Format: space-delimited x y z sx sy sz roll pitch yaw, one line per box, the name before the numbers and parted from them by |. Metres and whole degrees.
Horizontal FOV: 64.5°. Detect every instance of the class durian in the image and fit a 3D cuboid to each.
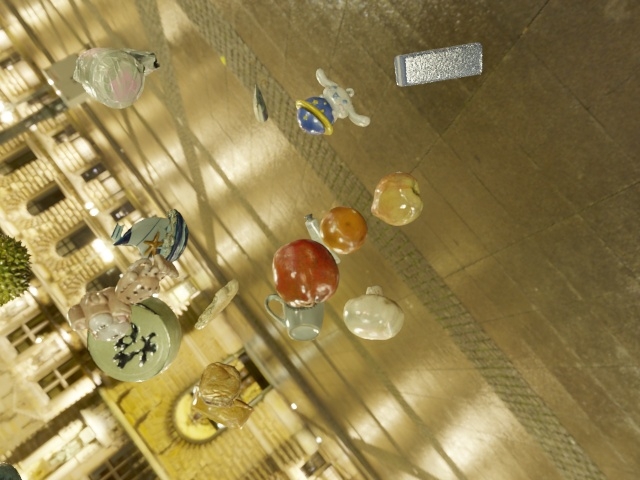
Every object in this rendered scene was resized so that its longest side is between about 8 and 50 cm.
durian | -0.683 0.072 1.042 0.146 0.159 0.198 59 136 20

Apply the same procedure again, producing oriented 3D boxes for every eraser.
eraser | 0.313 -0.466 1.347 0.036 0.225 0.082 -84 -15 -68

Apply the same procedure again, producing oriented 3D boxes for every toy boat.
toy boat | -0.558 -0.010 1.640 0.067 0.220 0.291 25 -173 32

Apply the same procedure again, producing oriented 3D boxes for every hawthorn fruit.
hawthorn fruit | -0.042 0.084 1.317 0.189 0.189 0.189 48 164 19

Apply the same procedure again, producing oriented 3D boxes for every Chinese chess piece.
Chinese chess piece | -0.722 0.377 1.973 0.349 0.349 0.146 55 -174 -6

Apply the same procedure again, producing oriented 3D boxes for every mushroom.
mushroom | 0.232 0.307 2.221 0.260 0.234 0.254 30 142 -25

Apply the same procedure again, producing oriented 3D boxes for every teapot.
teapot | -0.618 -0.515 1.503 0.178 0.221 0.163 29 170 30

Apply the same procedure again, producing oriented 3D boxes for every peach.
peach | 0.304 -0.162 2.080 0.232 0.232 0.232 48 164 19

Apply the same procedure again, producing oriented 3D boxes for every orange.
orange | 0.072 -0.031 1.616 0.156 0.156 0.124 51 157 7

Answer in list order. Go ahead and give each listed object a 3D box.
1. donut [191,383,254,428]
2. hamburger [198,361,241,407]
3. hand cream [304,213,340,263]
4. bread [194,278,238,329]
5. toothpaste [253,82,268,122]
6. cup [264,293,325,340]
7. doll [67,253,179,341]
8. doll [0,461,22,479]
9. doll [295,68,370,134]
donut | -0.417 0.696 2.113 0.277 0.108 0.277 21 154 11
hamburger | -0.335 0.485 1.704 0.138 0.147 0.083 7 146 2
hand cream | 0.000 0.000 2.075 0.234 0.080 0.050 65 -162 -11
bread | -0.381 0.237 1.927 0.039 0.182 0.251 43 123 6
toothpaste | -0.223 -0.489 1.863 0.047 0.069 0.268 26 174 2
cup | -0.108 0.291 2.130 0.186 0.258 0.234 88 -179 -49
doll | -0.481 0.138 1.242 0.119 0.278 0.154 53 -173 28
doll | -0.574 0.450 0.876 0.120 0.075 0.180 47 170 -16
doll | 0.044 -0.509 2.055 0.311 0.242 0.159 35 158 14
